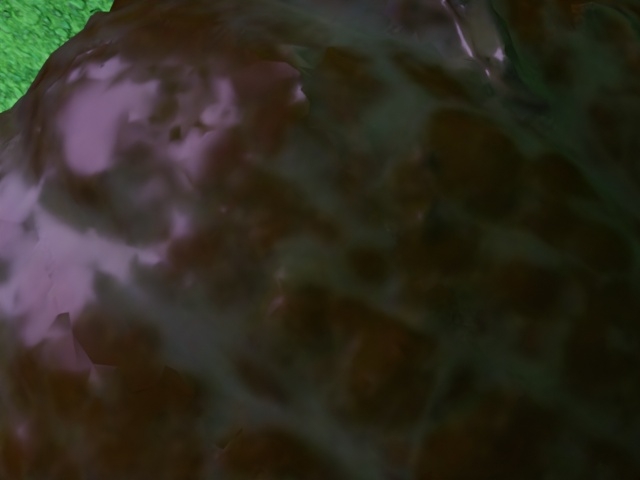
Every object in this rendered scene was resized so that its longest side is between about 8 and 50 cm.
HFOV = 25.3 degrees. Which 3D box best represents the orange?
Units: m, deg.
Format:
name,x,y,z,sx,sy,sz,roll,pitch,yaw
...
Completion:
name,x,y,z,sx,sy,sz,roll,pitch,yaw
orange,0.001,0.029,0.474,0.329,0.249,0.329,-44,10,10
